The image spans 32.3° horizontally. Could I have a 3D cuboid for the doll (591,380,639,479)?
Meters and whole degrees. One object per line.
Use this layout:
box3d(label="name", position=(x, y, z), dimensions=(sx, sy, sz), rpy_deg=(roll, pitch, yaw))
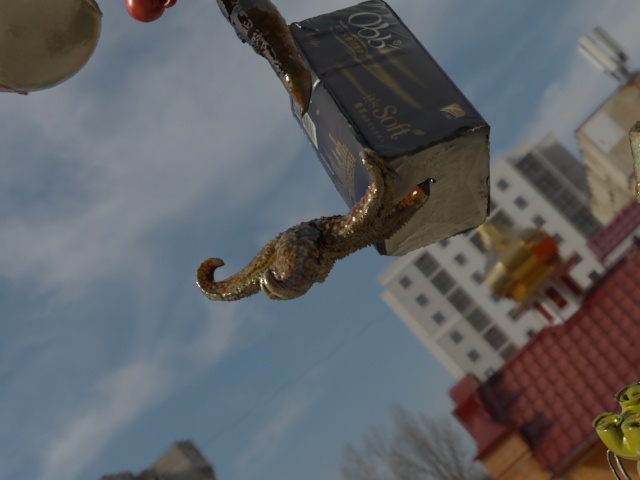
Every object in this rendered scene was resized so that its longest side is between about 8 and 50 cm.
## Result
box3d(label="doll", position=(0.448, 0.285, 1.397), dimensions=(0.143, 0.221, 0.135), rpy_deg=(-14, 22, 49))

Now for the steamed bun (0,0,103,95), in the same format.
box3d(label="steamed bun", position=(-0.418, -0.282, 1.367), dimensions=(0.177, 0.283, 0.283), rpy_deg=(-60, -19, 2))

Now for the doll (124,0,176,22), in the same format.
box3d(label="doll", position=(-0.233, -0.451, 1.536), dimensions=(0.130, 0.161, 0.290), rpy_deg=(-30, -60, -60))

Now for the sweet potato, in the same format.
box3d(label="sweet potato", position=(-0.077, -0.275, 1.424), dimensions=(0.067, 0.274, 0.067), rpy_deg=(-28, -19, -11))

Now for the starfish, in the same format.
box3d(label="starfish", position=(-0.002, -0.003, 1.409), dimensions=(0.303, 0.113, 0.312), rpy_deg=(-35, -6, 37))

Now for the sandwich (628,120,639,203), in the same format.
box3d(label="sandwich", position=(0.322, -0.059, 0.971), dimensions=(0.036, 0.093, 0.105), rpy_deg=(-26, 21, -24))

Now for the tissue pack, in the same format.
box3d(label="tissue pack", position=(0.088, -0.175, 1.649), dimensions=(0.198, 0.370, 0.210), rpy_deg=(-22, -42, -9))
